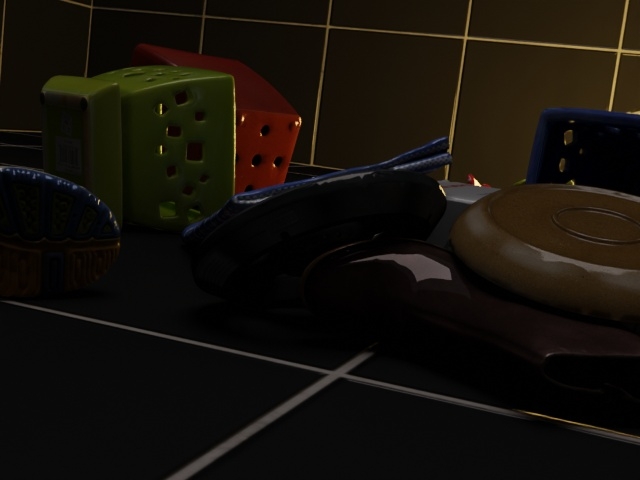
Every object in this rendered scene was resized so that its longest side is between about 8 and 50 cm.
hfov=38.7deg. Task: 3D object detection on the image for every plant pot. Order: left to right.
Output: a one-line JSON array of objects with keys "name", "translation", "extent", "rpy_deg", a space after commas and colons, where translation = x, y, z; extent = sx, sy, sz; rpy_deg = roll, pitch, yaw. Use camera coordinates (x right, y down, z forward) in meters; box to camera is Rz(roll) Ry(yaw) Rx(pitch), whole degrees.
[{"name": "plant pot", "translation": [-0.263, -0.129, 1.279], "extent": [0.207, 0.227, 0.228], "rpy_deg": [-8, 16, -38]}, {"name": "plant pot", "translation": [-0.195, -0.185, 1.668], "extent": [0.236, 0.267, 0.267], "rpy_deg": [28, 19, 36]}, {"name": "plant pot", "translation": [0.224, -0.001, 0.739], "extent": [0.237, 0.032, 0.236], "rpy_deg": [4, 23, -2]}, {"name": "plant pot", "translation": [0.459, -0.059, 1.353], "extent": [0.212, 0.235, 0.236], "rpy_deg": [8, 5, -37]}]

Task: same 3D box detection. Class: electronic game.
[{"name": "electronic game", "translation": [0.000, 0.000, 0.795], "extent": [0.229, 0.048, 0.229], "rpy_deg": [-16, -19, -6]}]

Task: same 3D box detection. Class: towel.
[{"name": "towel", "translation": [-0.022, -0.051, 1.037], "extent": [0.243, 0.040, 0.336], "rpy_deg": [-15, -2, -18]}]

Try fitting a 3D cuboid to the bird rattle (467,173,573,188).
[{"name": "bird rattle", "translation": [0.392, -0.043, 1.734], "extent": [0.207, 0.143, 0.253], "rpy_deg": [16, -9, -23]}]

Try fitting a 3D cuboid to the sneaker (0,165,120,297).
[{"name": "sneaker", "translation": [-0.324, -0.016, 0.774], "extent": [0.297, 0.111, 0.131], "rpy_deg": [3, 8, -29]}]

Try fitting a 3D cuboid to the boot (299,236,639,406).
[{"name": "boot", "translation": [0.120, 0.058, 0.679], "extent": [0.249, 0.090, 0.207], "rpy_deg": [9, 5, -13]}]

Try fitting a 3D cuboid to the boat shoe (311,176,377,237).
[{"name": "boat shoe", "translation": [0.086, -0.046, 1.398], "extent": [0.277, 0.096, 0.098], "rpy_deg": [13, 6, 30]}]

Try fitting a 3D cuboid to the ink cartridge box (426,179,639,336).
[{"name": "ink cartridge box", "translation": [0.233, 0.014, 0.982], "extent": [0.289, 0.121, 0.211], "rpy_deg": [11, 10, 28]}]
